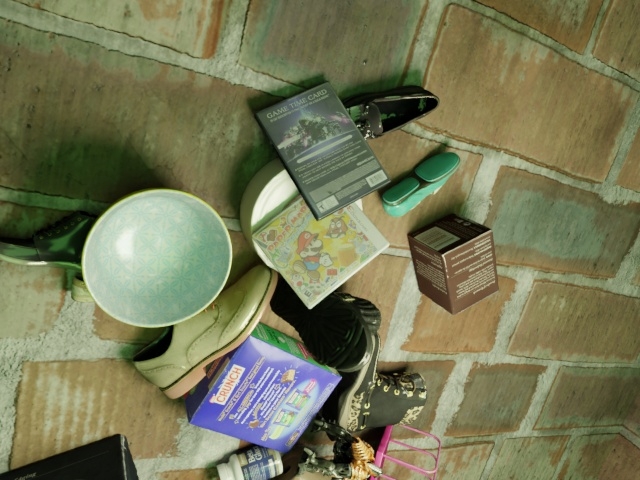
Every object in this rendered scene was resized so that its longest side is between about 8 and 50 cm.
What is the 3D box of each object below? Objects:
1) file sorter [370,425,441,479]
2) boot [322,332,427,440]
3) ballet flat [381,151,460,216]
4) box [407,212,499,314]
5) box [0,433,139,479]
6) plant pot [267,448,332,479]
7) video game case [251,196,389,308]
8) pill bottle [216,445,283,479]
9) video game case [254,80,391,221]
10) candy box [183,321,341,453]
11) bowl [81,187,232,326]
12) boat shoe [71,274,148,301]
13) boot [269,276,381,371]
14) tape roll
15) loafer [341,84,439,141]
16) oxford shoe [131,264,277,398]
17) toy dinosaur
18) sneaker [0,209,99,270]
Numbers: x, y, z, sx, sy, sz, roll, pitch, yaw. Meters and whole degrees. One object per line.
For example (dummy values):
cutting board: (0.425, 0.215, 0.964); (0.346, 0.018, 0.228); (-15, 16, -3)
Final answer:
file sorter: (0.251, 0.749, 1.533); (0.182, 0.202, 0.290); (15, 105, 16)
boot: (0.177, 0.415, 1.450); (0.284, 0.138, 0.377); (4, 111, -25)
ballet flat: (0.267, -0.145, 1.323); (0.247, 0.083, 0.087); (-34, 144, -10)
box: (0.372, 0.061, 1.389); (0.167, 0.168, 0.203); (-25, 118, -16)
box: (-0.597, 0.730, 1.009); (0.480, 0.472, 0.297); (-14, 116, -20)
plant pot: (-0.029, 0.738, 1.430); (0.263, 0.263, 0.229); (-38, 101, -8)
video game case: (0.000, 0.000, 1.084); (0.227, 0.026, 0.206); (-38, 81, -7)
pill bottle: (-0.198, 0.632, 1.381); (0.169, 0.094, 0.094); (-13, 114, -21)
video game case: (0.006, -0.202, 1.094); (0.196, 0.026, 0.274); (-29, 82, -19)
candy box: (-0.148, 0.378, 1.292); (0.317, 0.122, 0.268); (33, 94, -32)
bowl: (-0.344, 0.017, 1.037); (0.289, 0.156, 0.289); (-9, 112, -24)
boat shoe: (-0.448, 0.097, 1.075); (0.170, 0.063, 0.059); (-1, 116, -24)
boot: (0.063, 0.202, 1.176); (0.260, 0.348, 0.131); (27, 96, -40)
tape roll: (-0.044, -0.061, 1.185); (0.286, 0.100, 0.286); (-9, 112, -22)
loafer: (0.144, -0.302, 1.182); (0.302, 0.095, 0.109); (-23, 117, -16)
oxford shoe: (-0.265, 0.191, 1.157); (0.397, 0.140, 0.146); (-47, 117, -3)
toy dinosaur: (0.068, 0.558, 1.303); (0.218, 0.164, 0.322); (20, 124, 7)
sneaker: (-0.539, -0.012, 0.988); (0.222, 0.083, 0.118); (11, 99, -38)
